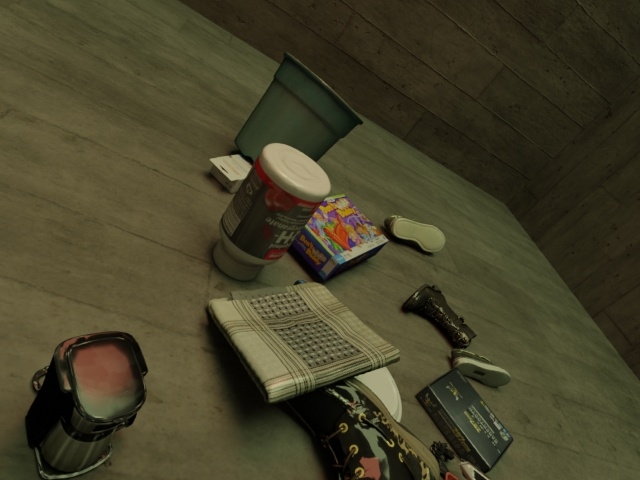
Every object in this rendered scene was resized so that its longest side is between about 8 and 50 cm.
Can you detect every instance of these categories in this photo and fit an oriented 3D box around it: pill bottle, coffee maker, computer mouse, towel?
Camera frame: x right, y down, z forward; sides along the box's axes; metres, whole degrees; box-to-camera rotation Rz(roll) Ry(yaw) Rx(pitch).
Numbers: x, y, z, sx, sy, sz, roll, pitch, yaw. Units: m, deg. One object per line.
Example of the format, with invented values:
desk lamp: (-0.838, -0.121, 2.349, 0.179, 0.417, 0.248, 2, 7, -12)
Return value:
pill bottle: (-0.130, -0.054, 1.017, 0.176, 0.318, 0.176, 27, 31, -18)
coffee maker: (-0.327, 0.203, 0.578, 0.171, 0.178, 0.120, 43, 29, 7)
computer mouse: (0.331, 0.516, 0.938, 0.193, 0.042, 0.106, 30, -10, 37)
towel: (-0.044, 0.177, 0.890, 0.312, 0.056, 0.324, -6, 26, -34)

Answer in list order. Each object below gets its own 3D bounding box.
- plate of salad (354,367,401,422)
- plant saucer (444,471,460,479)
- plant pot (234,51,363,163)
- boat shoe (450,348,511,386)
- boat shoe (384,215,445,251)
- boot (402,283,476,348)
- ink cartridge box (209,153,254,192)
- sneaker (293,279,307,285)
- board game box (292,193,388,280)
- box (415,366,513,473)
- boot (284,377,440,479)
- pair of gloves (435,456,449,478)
plate of salad: (0.116, 0.349, 1.005, 0.200, 0.048, 0.199, 34, 33, -27)
plant saucer: (0.324, 0.640, 0.829, 0.259, 0.047, 0.258, 38, 29, 0)
plant pot: (-0.094, -0.385, 1.456, 0.341, 0.334, 0.341, 40, 11, -10)
boat shoe: (0.504, 0.394, 1.346, 0.220, 0.077, 0.070, 25, 33, -19)
boat shoe: (0.397, -0.033, 1.796, 0.305, 0.109, 0.091, 19, 8, -31)
boot: (0.407, 0.256, 1.418, 0.263, 0.091, 0.229, 0, 46, -51)
ink cartridge box: (-0.270, -0.210, 1.345, 0.104, 0.060, 0.180, 44, 29, 9)
sneaker: (-0.066, 0.145, 1.084, 0.059, 0.053, 0.144, 27, 30, -16)
board game box: (0.046, -0.024, 1.352, 0.233, 0.078, 0.347, 47, 30, 14)
box: (0.379, 0.464, 1.125, 0.184, 0.059, 0.232, -4, 49, -49)
boot: (0.048, 0.416, 0.754, 0.377, 0.138, 0.284, 43, 29, -3)
pair of gloves: (0.263, 0.522, 0.963, 0.083, 0.010, 0.074, 9, 40, -43)
